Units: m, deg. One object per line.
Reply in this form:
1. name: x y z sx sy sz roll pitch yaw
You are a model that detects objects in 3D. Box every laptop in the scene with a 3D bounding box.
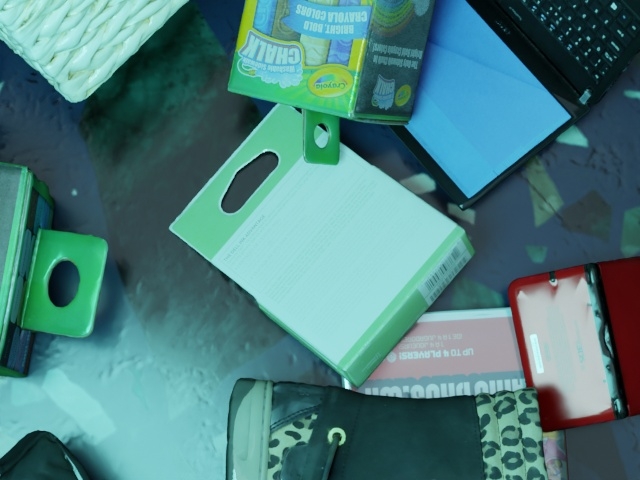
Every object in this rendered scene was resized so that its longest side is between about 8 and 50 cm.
1. laptop: 0.156 -0.210 1.713 0.136 0.264 0.234 -27 71 -42

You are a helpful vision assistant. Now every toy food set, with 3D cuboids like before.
1. toy food set: 0.154 -0.141 1.782 0.083 0.020 0.082 -37 84 -6

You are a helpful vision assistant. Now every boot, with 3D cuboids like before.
1. boot: 0.063 0.301 1.653 0.284 0.138 0.377 -3 78 -1

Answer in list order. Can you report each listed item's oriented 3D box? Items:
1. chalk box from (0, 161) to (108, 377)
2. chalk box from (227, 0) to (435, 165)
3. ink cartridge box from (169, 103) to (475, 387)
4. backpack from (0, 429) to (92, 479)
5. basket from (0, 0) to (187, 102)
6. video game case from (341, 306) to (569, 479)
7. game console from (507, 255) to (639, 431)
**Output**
1. chalk box: -0.336 0.022 1.683 0.289 0.179 0.180 10 82 0
2. chalk box: 0.011 -0.175 1.702 0.132 0.132 0.213 16 97 26
3. ink cartridge box: 0.000 0.000 1.749 0.235 0.056 0.171 37 82 28
4. backpack: -0.323 0.377 1.621 0.355 0.273 0.290 -33 87 -26
5. basket: -0.237 -0.357 1.629 0.331 0.266 0.328 -46 50 -5
6. video game case: 0.125 0.207 1.740 0.204 0.025 0.285 -3 84 -1
7. game console: 0.250 0.095 1.742 0.124 0.085 0.144 -13 84 17
